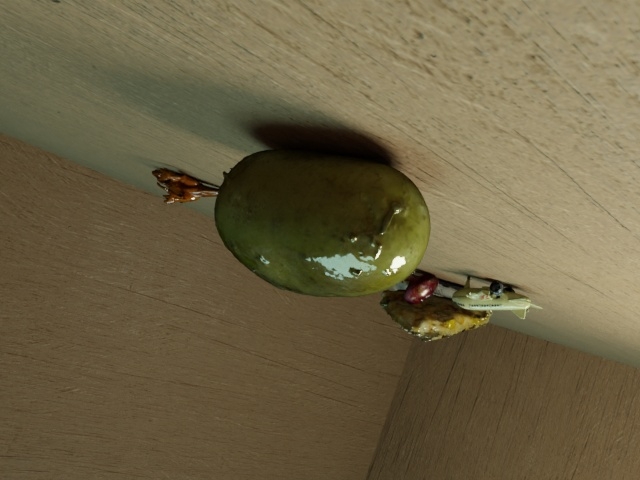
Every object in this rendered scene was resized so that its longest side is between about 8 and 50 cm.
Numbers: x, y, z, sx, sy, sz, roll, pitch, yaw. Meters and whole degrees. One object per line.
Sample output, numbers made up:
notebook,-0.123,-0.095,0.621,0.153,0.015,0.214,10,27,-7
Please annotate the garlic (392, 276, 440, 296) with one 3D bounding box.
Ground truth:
garlic,0.417,0.215,2.144,0.228,0.110,0.217,23,177,-30

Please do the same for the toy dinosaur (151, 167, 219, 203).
toy dinosaur,-0.426,-0.162,1.532,0.432,0.097,0.208,22,-171,20

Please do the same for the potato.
potato,0.007,-0.020,0.712,0.359,0.219,0.270,12,163,42

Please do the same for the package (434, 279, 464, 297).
package,0.570,0.221,1.882,0.251,0.062,0.204,20,177,-41

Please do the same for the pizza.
pizza,0.417,0.275,1.874,0.435,0.080,0.392,-3,-166,-38

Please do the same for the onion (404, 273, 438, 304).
onion,0.372,0.163,1.799,0.140,0.150,0.150,54,175,2

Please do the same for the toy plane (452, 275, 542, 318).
toy plane,0.510,0.173,1.391,0.242,0.104,0.256,21,175,-39

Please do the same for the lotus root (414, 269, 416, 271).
lotus root,0.209,0.053,1.412,0.191,0.094,0.108,4,-171,41
